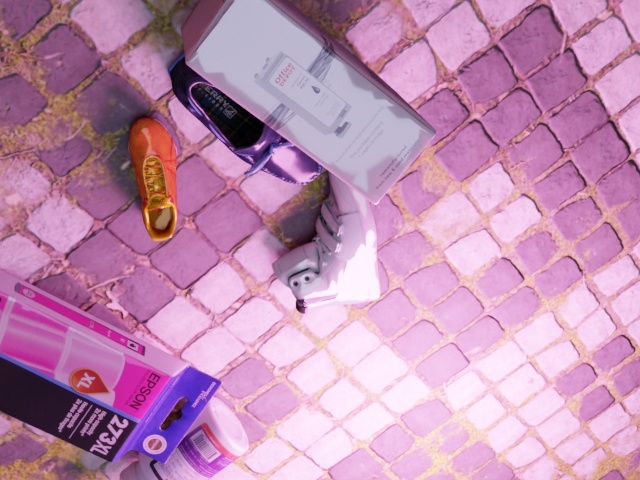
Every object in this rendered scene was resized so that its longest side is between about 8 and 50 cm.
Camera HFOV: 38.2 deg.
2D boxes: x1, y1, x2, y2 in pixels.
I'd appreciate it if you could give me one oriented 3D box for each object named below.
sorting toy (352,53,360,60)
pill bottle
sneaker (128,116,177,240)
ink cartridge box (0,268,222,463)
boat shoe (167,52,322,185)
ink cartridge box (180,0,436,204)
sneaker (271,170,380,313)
[{"bbox_3d":[0.022,-0.201,1.246,0.102,0.042,0.061,-45,125,11],"label":"sorting toy"},{"bbox_3d":[-0.220,0.345,1.473,0.193,0.108,0.108,-37,126,6],"label":"pill bottle"},{"bbox_3d":[-0.214,-0.080,1.226,0.064,0.067,0.175,-12,123,-10],"label":"sneaker"},{"bbox_3d":[-0.340,0.198,1.316,0.371,0.069,0.176,29,108,-20],"label":"ink cartridge box"},{"bbox_3d":[-0.097,-0.139,1.214,0.258,0.089,0.109,29,109,-32],"label":"boat shoe"},{"bbox_3d":[-0.022,-0.195,1.105,0.283,0.207,0.117,35,103,-22],"label":"ink cartridge box"},{"bbox_3d":[0.000,0.001,1.338,0.151,0.094,0.256,-14,124,-7],"label":"sneaker"}]
